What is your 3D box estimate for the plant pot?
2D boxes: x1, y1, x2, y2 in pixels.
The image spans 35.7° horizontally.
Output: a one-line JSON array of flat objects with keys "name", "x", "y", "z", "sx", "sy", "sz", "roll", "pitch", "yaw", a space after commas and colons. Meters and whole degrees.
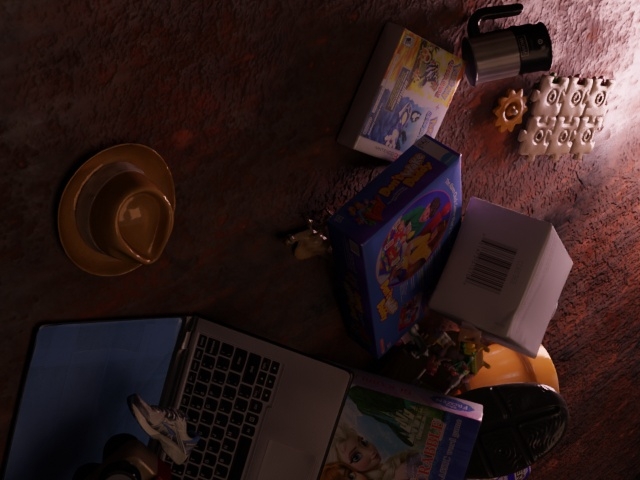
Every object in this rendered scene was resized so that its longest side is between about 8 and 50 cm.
[{"name": "plant pot", "x": 0.354, "y": 0.306, "z": 2.059, "sx": 0.188, "sy": 0.205, "sz": 0.205, "roll": -7, "pitch": 119, "yaw": -26}]

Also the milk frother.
[{"name": "milk frother", "x": 0.307, "y": -0.319, "z": 1.695, "sx": 0.135, "sy": 0.129, "sz": 0.143, "roll": -11, "pitch": 158, "yaw": -4}]

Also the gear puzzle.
[{"name": "gear puzzle", "x": 0.435, "y": -0.241, "z": 1.918, "sx": 0.339, "sy": 0.044, "sz": 0.175, "roll": -5, "pitch": 118, "yaw": -41}]

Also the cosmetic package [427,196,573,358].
[{"name": "cosmetic package", "x": 0.342, "y": 0.079, "z": 1.827, "sx": 0.217, "sy": 0.156, "sz": 0.385, "roll": -67, "pitch": 159, "yaw": -5}]

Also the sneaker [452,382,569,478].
[{"name": "sneaker", "x": 0.261, "y": 0.375, "z": 1.922, "sx": 0.448, "sy": 0.169, "sz": 0.257, "roll": -25, "pitch": 176, "yaw": 13}]

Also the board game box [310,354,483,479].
[{"name": "board game box", "x": 0.090, "y": 0.393, "z": 1.745, "sx": 0.066, "sy": 0.318, "sz": 0.318, "roll": -54, "pitch": 158, "yaw": -70}]

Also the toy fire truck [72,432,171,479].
[{"name": "toy fire truck", "x": -0.260, "y": 0.419, "z": 1.397, "sx": 0.217, "sy": 0.158, "sz": 0.246, "roll": -44, "pitch": 105, "yaw": 3}]

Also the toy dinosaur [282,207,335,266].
[{"name": "toy dinosaur", "x": 0.000, "y": 0.000, "z": 1.618, "sx": 0.092, "sy": 0.053, "sz": 0.183, "roll": -49, "pitch": 142, "yaw": 9}]

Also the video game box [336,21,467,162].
[{"name": "video game box", "x": 0.135, "y": -0.226, "z": 1.609, "sx": 0.187, "sy": 0.048, "sz": 0.205, "roll": 12, "pitch": 105, "yaw": -51}]

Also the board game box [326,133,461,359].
[{"name": "board game box", "x": 0.136, "y": 0.020, "z": 1.683, "sx": 0.233, "sy": 0.078, "sz": 0.347, "roll": -41, "pitch": 148, "yaw": -21}]

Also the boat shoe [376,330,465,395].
[{"name": "boat shoe", "x": 0.152, "y": 0.284, "z": 1.900, "sx": 0.341, "sy": 0.121, "sz": 0.110, "roll": -29, "pitch": 169, "yaw": -25}]

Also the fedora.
[{"name": "fedora", "x": -0.250, "y": -0.029, "z": 1.306, "sx": 0.194, "sy": 0.079, "sz": 0.194, "roll": -25, "pitch": 130, "yaw": -34}]

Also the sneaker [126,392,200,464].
[{"name": "sneaker", "x": -0.218, "y": 0.251, "z": 1.388, "sx": 0.058, "sy": 0.052, "sz": 0.135, "roll": -41, "pitch": 123, "yaw": -9}]

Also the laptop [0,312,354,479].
[{"name": "laptop", "x": -0.215, "y": 0.326, "z": 1.448, "sx": 0.236, "sy": 0.408, "sz": 0.382, "roll": -46, "pitch": 154, "yaw": -72}]

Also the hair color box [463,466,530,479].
[{"name": "hair color box", "x": 0.261, "y": 0.520, "z": 2.084, "sx": 0.339, "sy": 0.185, "sz": 0.110, "roll": -38, "pitch": 136, "yaw": -23}]

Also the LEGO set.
[{"name": "LEGO set", "x": 0.214, "y": 0.219, "z": 1.734, "sx": 0.132, "sy": 0.287, "sz": 0.107, "roll": 45, "pitch": 76, "yaw": -10}]
